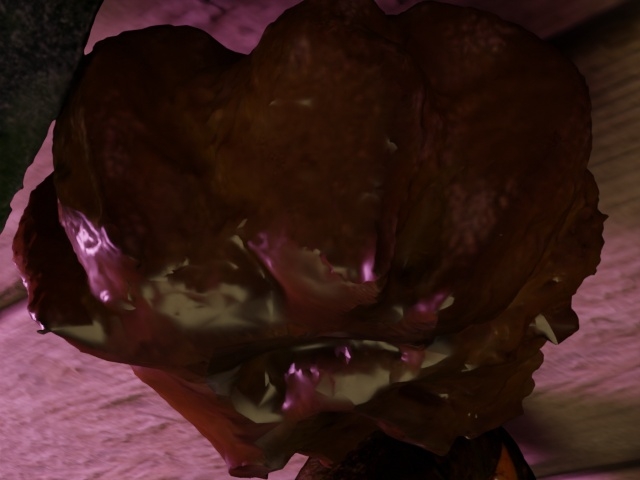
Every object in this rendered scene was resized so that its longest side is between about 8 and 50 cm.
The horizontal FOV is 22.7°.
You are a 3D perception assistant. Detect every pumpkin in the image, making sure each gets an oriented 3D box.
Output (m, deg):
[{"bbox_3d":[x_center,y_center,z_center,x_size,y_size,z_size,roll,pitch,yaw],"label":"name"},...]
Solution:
[{"bbox_3d":[0.069,0.150,0.975,0.119,0.107,0.183,2,158,42],"label":"pumpkin"}]

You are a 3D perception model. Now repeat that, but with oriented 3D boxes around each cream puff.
[{"bbox_3d":[0.000,0.000,0.669,0.241,0.154,0.269,-1,148,15],"label":"cream puff"}]

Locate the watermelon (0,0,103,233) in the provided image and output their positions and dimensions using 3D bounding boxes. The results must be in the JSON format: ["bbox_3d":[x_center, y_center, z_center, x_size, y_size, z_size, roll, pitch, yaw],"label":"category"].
[{"bbox_3d":[-0.206,-0.070,0.666,0.140,0.192,0.257,32,163,-26],"label":"watermelon"}]
